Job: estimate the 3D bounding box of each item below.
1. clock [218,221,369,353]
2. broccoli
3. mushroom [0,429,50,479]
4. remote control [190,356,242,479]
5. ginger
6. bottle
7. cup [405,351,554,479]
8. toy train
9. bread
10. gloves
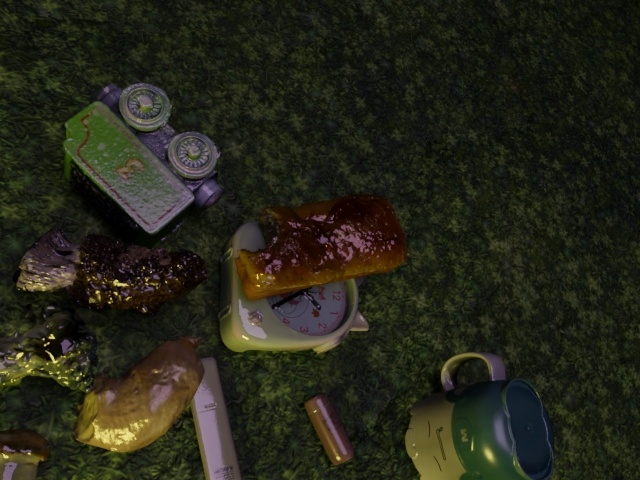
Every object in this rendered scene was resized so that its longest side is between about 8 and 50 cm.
[{"bbox_3d":[-0.047,0.113,1.356,0.325,0.109,0.265,12,62,-25],"label":"clock"},{"bbox_3d":[-0.520,0.202,1.051,0.304,0.165,0.145,-10,105,-18],"label":"broccoli"},{"bbox_3d":[-0.508,0.440,0.975,0.100,0.081,0.312,21,64,-16],"label":"mushroom"},{"bbox_3d":[-0.203,0.350,1.215,0.067,0.029,0.260,-6,69,-30],"label":"remote control"},{"bbox_3d":[-0.301,0.266,1.131,0.267,0.138,0.152,-29,80,-30],"label":"ginger"},{"bbox_3d":[0.017,0.378,1.304,0.053,0.053,0.140,-21,79,-34],"label":"bottle"},{"bbox_3d":[0.335,0.379,1.361,0.219,0.258,0.289,9,64,-31],"label":"cup"},{"bbox_3d":[-0.355,-0.149,1.276,0.307,0.173,0.249,46,64,-4],"label":"toy train"},{"bbox_3d":[0.000,0.000,1.304,0.381,0.109,0.185,-10,74,-32],"label":"bread"},{"bbox_3d":[-0.361,0.061,1.156,0.313,0.210,0.135,8,83,-4],"label":"gloves"}]
